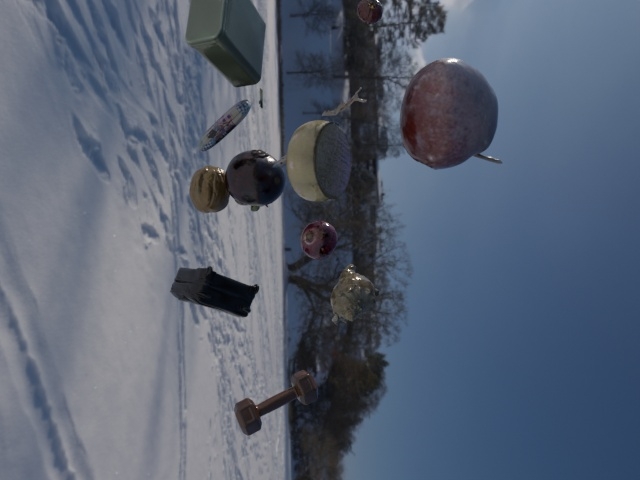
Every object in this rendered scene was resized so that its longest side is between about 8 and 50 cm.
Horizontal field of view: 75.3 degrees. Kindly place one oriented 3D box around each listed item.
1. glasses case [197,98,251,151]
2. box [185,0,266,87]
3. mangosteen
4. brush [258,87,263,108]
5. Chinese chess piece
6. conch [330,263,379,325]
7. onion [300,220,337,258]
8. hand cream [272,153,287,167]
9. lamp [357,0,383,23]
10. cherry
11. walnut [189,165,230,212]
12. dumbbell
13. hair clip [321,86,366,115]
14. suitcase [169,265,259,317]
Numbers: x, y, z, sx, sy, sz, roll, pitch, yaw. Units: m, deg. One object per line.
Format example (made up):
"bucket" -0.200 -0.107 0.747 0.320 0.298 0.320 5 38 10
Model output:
"glasses case" -0.448 -0.532 1.928 0.076 0.327 0.125 46 15 -23
"box" -0.386 -0.895 1.762 0.344 0.177 0.352 32 59 -67
"mangosteen" -0.333 -0.280 2.107 0.306 0.306 0.360 -98 -163 -62
"brush" -0.226 -0.536 1.569 0.016 0.013 0.084 43 -30 21
"Chinese chess piece" 0.001 -0.261 1.381 0.270 0.112 0.270 -13 106 -57
"conch" 0.141 0.243 1.778 0.263 0.186 0.324 -66 175 35
"onion" -0.006 -0.003 1.898 0.177 0.153 0.177 14 -69 40
"hand cream" -0.117 -0.334 1.669 0.043 0.170 0.065 64 1 -10
"lamp" 0.189 -0.874 1.581 0.090 0.101 0.101 117 -28 -64
"cherry" 0.408 -0.402 1.308 0.291 0.326 0.335 37 -38 49
"walnut" -0.585 -0.273 2.203 0.225 0.225 0.261 101 -8 -78
"dumbbell" -0.118 0.440 1.135 0.092 0.231 0.082 60 -21 20
"hair clip" 0.110 -0.623 1.935 0.072 0.226 0.034 55 25 -18
"suitcase" -0.528 0.248 2.054 0.339 0.345 0.188 2 -108 46
